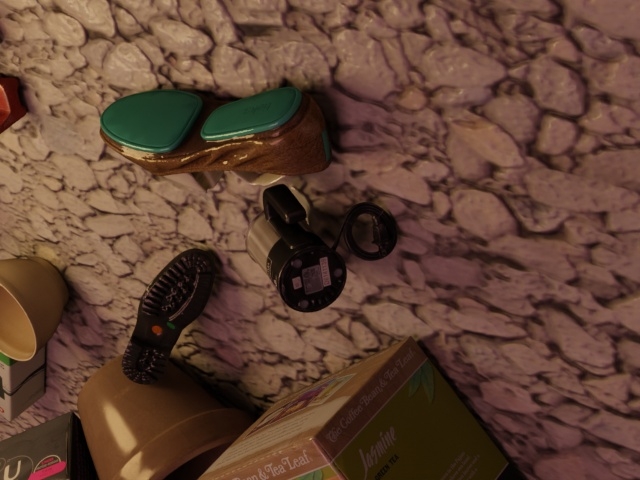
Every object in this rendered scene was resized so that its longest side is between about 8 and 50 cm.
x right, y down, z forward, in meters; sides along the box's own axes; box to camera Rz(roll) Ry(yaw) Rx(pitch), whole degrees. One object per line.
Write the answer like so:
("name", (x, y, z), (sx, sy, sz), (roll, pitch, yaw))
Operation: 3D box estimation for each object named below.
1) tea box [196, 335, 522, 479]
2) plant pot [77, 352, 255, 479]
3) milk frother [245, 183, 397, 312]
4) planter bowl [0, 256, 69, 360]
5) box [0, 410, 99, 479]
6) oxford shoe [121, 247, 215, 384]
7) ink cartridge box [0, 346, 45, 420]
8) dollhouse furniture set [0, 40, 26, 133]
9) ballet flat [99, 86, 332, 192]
("tea box", (0.059, 0.345, 1.550), (0.323, 0.220, 0.329), (52, 140, -3))
("plant pot", (-0.241, 0.289, 1.780), (0.229, 0.263, 0.263), (49, 143, 27))
("milk frother", (0.000, 0.000, 1.443), (0.135, 0.143, 0.129), (-132, 46, -59))
("planter bowl", (-0.465, 0.092, 1.909), (0.162, 0.109, 0.162), (24, 134, 27))
("box", (-0.376, 0.415, 1.851), (0.165, 0.143, 0.270), (-24, 127, 11))
("oxford shoe", (-0.213, 0.089, 1.701), (0.082, 0.096, 0.227), (28, 119, -11))
("ink cartridge box", (-0.551, 0.187, 2.075), (0.153, 0.087, 0.208), (33, 138, 19))
("dollhouse furniture set", (-0.576, -0.164, 1.776), (0.374, 0.152, 0.201), (-27, 100, 49))
("ballet flat", (-0.122, -0.114, 1.464), (0.342, 0.116, 0.124), (0, 139, 37))
